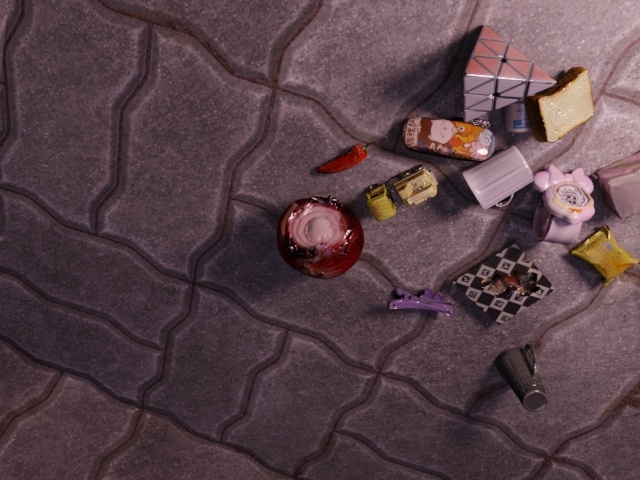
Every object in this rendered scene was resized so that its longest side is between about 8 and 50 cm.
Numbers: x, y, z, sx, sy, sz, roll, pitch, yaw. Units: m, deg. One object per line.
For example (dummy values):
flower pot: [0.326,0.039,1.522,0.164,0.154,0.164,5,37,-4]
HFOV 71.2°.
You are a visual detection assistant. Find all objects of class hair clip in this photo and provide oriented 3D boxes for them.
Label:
hair clip: [0.432,0.260,1.930,0.279,0.090,0.137,5,117,2]

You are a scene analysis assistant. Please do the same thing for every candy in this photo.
candy: [1.079,-0.193,1.548,0.195,0.137,0.184,-24,110,23]

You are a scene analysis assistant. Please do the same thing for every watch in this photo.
watch: [0.848,-0.113,1.614,0.211,0.248,0.217,9,144,4]

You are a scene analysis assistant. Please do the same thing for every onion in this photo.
onion: [0.001,0.007,1.745,0.341,0.341,0.341,4,118,8]

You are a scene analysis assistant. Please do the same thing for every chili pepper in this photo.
chili pepper: [0.099,-0.308,1.703,0.272,0.071,0.063,-25,150,26]

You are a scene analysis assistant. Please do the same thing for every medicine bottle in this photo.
medicine bottle: [0.674,-0.456,1.500,0.105,0.105,0.168,-7,115,13]

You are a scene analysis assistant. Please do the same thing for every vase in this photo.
vase: [0.872,0.583,1.906,0.156,0.301,0.251,17,110,1]

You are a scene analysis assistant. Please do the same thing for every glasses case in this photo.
glasses case: [0.449,-0.357,1.580,0.321,0.082,0.122,12,80,7]

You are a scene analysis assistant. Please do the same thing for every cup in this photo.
cup: [0.643,-0.224,1.620,0.202,0.221,0.166,-31,74,20]

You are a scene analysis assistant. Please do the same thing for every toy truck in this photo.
toy truck: [0.305,-0.171,1.682,0.272,0.157,0.124,-23,111,20]

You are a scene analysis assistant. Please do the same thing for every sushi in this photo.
sushi: [0.751,0.174,1.838,0.294,0.059,0.292,44,115,-13]

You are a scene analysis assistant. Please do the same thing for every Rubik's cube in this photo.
Rubik's cube: [0.542,-0.519,1.412,0.233,0.229,0.228,-40,114,7]

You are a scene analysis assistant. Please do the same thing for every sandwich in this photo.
sandwich: [0.784,-0.436,1.456,0.215,0.065,0.186,-36,119,-6]

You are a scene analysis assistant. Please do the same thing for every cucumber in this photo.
cucumber: [0.535,-0.421,1.583,0.135,0.033,0.034,14,115,2]

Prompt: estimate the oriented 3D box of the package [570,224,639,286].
package: [1.090,0.063,1.703,0.226,0.090,0.168,40,115,-8]
